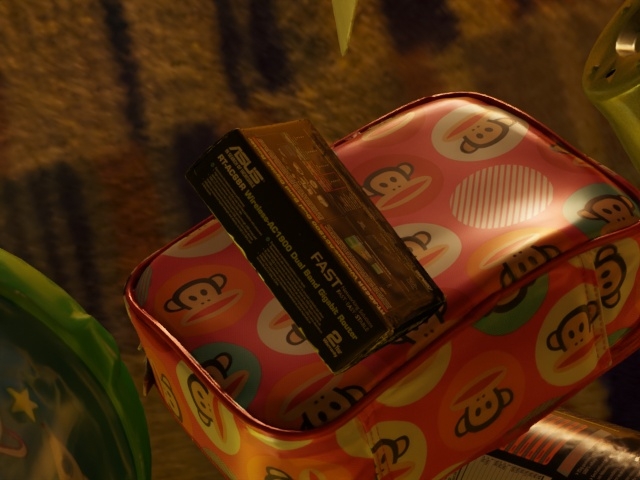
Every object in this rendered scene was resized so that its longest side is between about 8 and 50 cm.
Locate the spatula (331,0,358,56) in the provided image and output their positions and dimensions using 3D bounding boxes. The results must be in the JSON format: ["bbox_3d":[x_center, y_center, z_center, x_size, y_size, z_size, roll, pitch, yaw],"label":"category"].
[{"bbox_3d":[0.014,-0.173,0.343,0.019,0.168,0.242,7,109,-1],"label":"spatula"}]

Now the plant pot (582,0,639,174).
[{"bbox_3d":[0.465,-0.123,1.607,0.353,0.366,0.366,41,97,-14],"label":"plant pot"}]

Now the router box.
[{"bbox_3d":[0.000,0.000,0.770,0.038,0.092,0.122,-41,82,20],"label":"router box"}]

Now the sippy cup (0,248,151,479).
[{"bbox_3d":[-0.186,0.138,0.584,0.305,0.224,0.240,-8,113,3],"label":"sippy cup"}]

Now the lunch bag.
[{"bbox_3d":[0.031,0.025,0.975,0.293,0.120,0.258,-30,41,-19],"label":"lunch bag"}]

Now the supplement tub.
[{"bbox_3d":[0.223,0.259,1.424,0.338,0.207,0.207,15,88,43],"label":"supplement tub"}]
